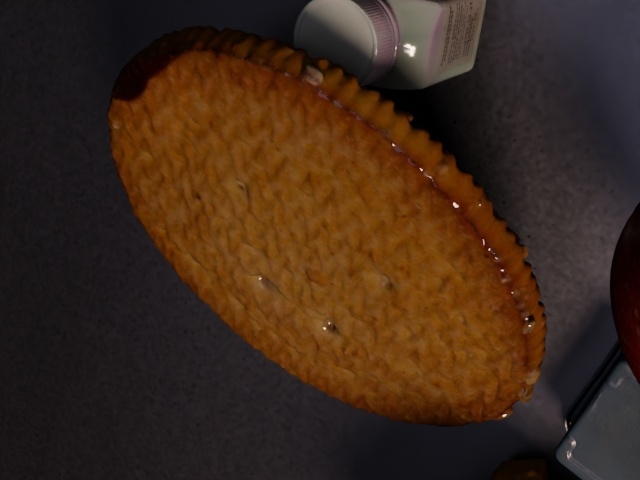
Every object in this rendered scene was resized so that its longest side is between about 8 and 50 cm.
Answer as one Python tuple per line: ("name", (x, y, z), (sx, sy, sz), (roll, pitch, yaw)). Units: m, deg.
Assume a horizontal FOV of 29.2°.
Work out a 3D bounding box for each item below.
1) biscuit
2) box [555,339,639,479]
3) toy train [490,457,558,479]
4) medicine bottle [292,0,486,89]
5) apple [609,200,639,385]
("biscuit", (0.000, 0.000, 0.720), (0.305, 0.038, 0.305), (28, 148, 19))
("box", (0.183, 0.105, 0.706), (0.074, 0.054, 0.099), (35, 119, 15))
("toy train", (0.159, 0.320, 0.730), (0.232, 0.163, 0.369), (-5, 102, 19))
("medicine bottle", (0.036, -0.118, 0.685), (0.074, 0.118, 0.055), (21, 116, 25))
("apple", (0.248, 0.015, 0.546), (0.201, 0.218, 0.218), (49, 123, 3))
